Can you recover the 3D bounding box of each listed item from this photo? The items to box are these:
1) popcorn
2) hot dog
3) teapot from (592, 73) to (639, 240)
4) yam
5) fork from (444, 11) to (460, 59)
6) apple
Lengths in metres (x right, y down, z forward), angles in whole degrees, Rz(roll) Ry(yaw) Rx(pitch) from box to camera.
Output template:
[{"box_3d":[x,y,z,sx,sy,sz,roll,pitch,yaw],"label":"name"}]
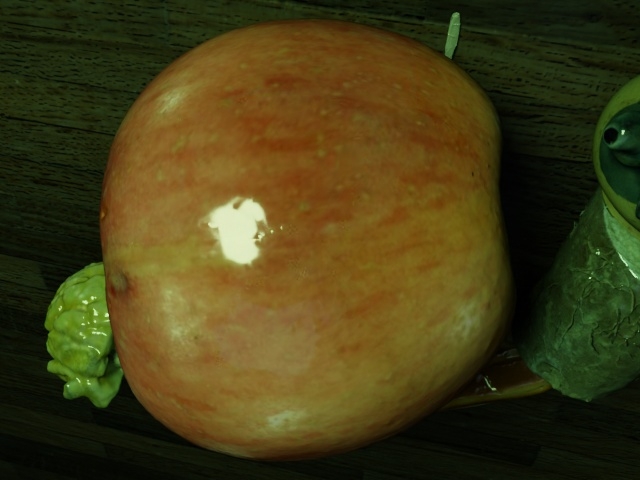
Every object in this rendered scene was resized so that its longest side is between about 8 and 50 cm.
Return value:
[{"box_3d":[-0.265,0.116,0.943,0.187,0.167,0.185,1,116,-30],"label":"popcorn"},{"box_3d":[0.165,0.159,0.897,0.269,0.072,0.115,-17,126,32],"label":"hot dog"},{"box_3d":[0.322,-0.086,0.542,0.269,0.173,0.182,-11,147,-15],"label":"teapot"},{"box_3d":[0.290,0.053,0.699,0.154,0.154,0.254,20,134,-1],"label":"yam"},{"box_3d":[0.115,-0.156,0.657,0.016,0.012,0.115,9,130,5],"label":"fork"},{"box_3d":[0.000,0.000,0.607,0.364,0.364,0.364,9,135,10],"label":"apple"}]
